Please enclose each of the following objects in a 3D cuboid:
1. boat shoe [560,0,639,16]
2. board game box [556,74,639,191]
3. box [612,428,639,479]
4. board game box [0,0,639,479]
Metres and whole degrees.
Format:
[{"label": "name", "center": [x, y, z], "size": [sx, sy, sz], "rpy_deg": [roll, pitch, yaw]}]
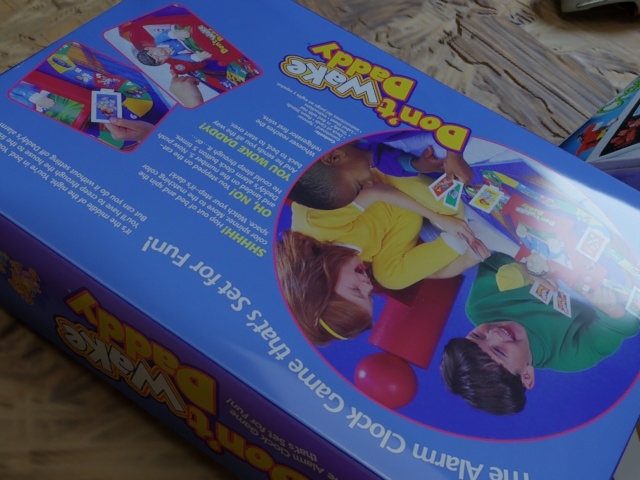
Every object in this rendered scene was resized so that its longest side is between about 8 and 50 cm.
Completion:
[{"label": "boat shoe", "center": [0.260, -0.211, 0.748], "size": [0.137, 0.049, 0.043], "rpy_deg": [-3, 98, -23]}, {"label": "board game box", "center": [0.297, -0.103, 0.570], "size": [0.305, 0.193, 0.053], "rpy_deg": [-37, 109, -29]}, {"label": "box", "center": [0.131, 0.127, 0.461], "size": [0.081, 0.028, 0.136], "rpy_deg": [4, 55, -15]}, {"label": "board game box", "center": [0.000, 0.000, 0.461], "size": [0.347, 0.078, 0.233], "rpy_deg": [32, 51, 14]}]
